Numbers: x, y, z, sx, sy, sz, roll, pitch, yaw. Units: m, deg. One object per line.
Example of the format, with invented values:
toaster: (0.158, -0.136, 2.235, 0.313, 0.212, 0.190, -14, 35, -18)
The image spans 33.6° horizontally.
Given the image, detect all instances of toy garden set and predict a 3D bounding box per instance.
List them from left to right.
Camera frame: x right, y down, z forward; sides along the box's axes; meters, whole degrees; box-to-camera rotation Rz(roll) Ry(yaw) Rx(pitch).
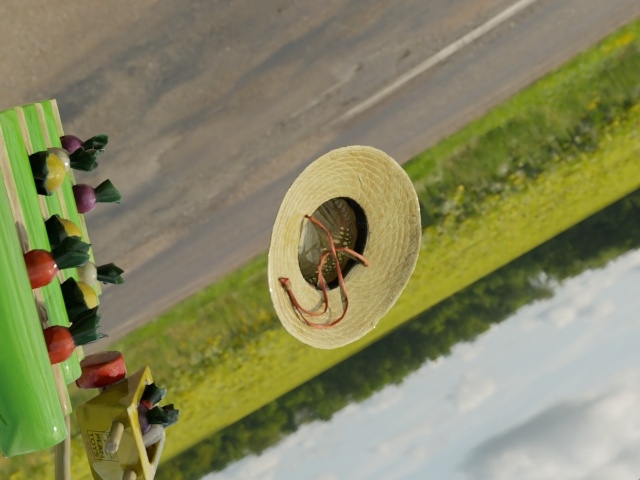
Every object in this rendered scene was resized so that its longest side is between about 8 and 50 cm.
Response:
toy garden set: (-0.099, 0.040, 0.459, 0.049, 0.204, 0.244, -13, -169, -7)

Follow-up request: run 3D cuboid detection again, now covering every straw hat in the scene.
straw hat: (0.000, 0.000, 0.756, 0.144, 0.145, 0.061, -26, -156, -31)

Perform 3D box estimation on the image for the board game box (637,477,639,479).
board game box: (0.265, 0.287, 0.889, 0.154, 0.103, 0.026, -43, 165, -14)
